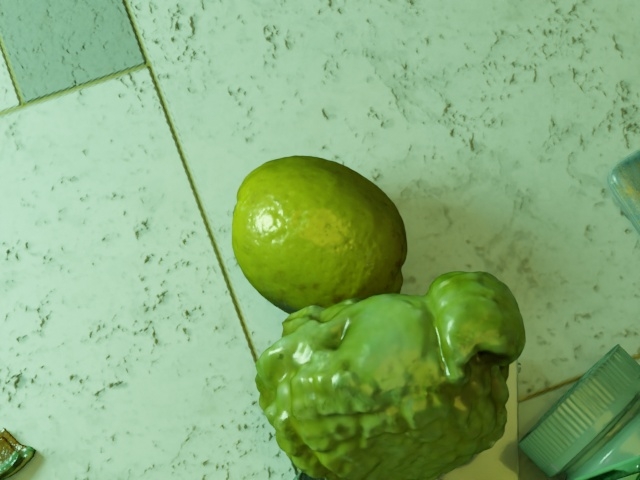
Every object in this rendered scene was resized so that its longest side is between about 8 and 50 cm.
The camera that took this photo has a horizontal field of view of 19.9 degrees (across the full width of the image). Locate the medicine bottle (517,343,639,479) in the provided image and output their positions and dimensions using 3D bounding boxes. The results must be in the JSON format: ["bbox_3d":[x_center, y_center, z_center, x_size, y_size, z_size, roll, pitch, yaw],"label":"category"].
[{"bbox_3d":[0.373,0.273,1.922,0.318,0.158,0.158,44,78,7],"label":"medicine bottle"}]

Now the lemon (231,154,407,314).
[{"bbox_3d":[0.000,0.000,1.957,0.207,0.170,0.170,26,77,3],"label":"lemon"}]

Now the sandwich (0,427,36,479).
[{"bbox_3d":[-0.373,0.228,1.946,0.135,0.029,0.067,8,77,-3],"label":"sandwich"}]

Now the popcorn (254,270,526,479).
[{"bbox_3d":[0.084,0.155,1.882,0.286,0.225,0.174,-18,46,7],"label":"popcorn"}]

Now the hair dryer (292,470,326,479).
[{"bbox_3d":[0.020,0.244,1.959,0.124,0.063,0.038,-32,79,-23],"label":"hair dryer"}]

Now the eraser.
[{"bbox_3d":[0.166,0.198,1.994,0.104,0.023,0.150,2,77,-3],"label":"eraser"}]

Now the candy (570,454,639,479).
[{"bbox_3d":[0.230,0.264,1.878,0.077,0.262,0.073,33,50,-29],"label":"candy"}]

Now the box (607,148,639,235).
[{"bbox_3d":[0.450,0.008,2.049,0.142,0.044,0.285,-30,80,-6],"label":"box"}]
